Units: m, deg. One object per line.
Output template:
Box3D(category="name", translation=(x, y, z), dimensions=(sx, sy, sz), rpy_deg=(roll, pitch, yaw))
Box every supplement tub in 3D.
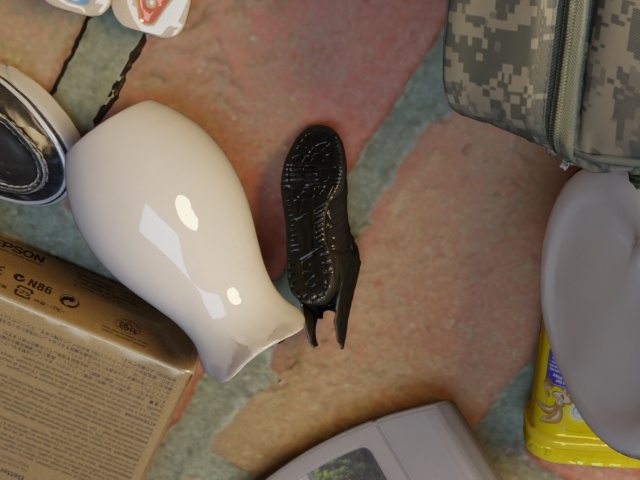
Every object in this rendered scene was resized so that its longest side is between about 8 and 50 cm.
Box3D(category="supplement tub", translation=(0.342, 0.028, 0.803), dimensions=(0.337, 0.207, 0.207), rpy_deg=(-6, 118, -16))

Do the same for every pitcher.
Box3D(category="pitcher", translation=(-0.108, 0.004, 0.914), dimensions=(0.125, 0.178, 0.207), rpy_deg=(-34, 91, -13))

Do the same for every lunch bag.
Box3D(category="lunch bag", translation=(0.252, -0.145, 0.666), dimensions=(0.256, 0.305, 0.213), rpy_deg=(26, 124, 41))

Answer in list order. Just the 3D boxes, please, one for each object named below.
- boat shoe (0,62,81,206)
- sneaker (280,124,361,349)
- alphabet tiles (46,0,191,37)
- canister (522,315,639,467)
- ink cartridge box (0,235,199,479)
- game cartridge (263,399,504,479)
Box3D(category="boat shoe", translation=(-0.320, -0.112, 0.879), dimensions=(0.301, 0.102, 0.108), rpy_deg=(36, 114, -13))
Box3D(category="sneaker", translation=(0.003, 0.000, 0.935), dimensions=(0.051, 0.089, 0.170), rpy_deg=(0, 80, 15))
Box3D(category="alphabet tiles", translation=(-0.149, -0.288, 0.799), dimensions=(0.284, 0.021, 0.278), rpy_deg=(16, 117, -4))
Box3D(category="canister", translation=(0.238, 0.095, 0.957), dimensions=(0.126, 0.073, 0.170), rpy_deg=(3, 115, 2))
Box3D(category="ink cartridge box", translation=(-0.240, 0.118, 0.997), dimensions=(0.234, 0.088, 0.193), rpy_deg=(24, 117, -8))
Box3D(category="game cartridge", translation=(0.030, 0.275, 1.021), dimensions=(0.294, 0.060, 0.196), rpy_deg=(-36, 71, 15))
